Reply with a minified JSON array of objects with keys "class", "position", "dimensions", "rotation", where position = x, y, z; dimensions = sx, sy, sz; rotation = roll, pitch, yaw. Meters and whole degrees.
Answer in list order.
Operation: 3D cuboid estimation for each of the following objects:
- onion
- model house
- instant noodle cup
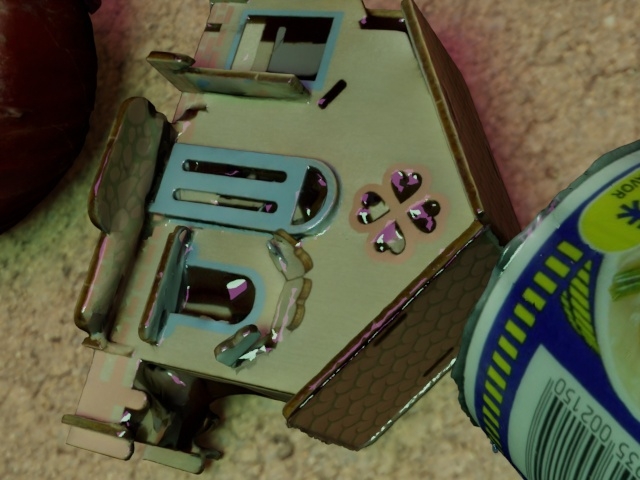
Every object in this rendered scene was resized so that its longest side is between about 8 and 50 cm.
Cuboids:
[{"class":"onion","position":[-0.299,-0.125,0.859],"dimensions":[0.276,0.276,0.276],"rotation":[-8,68,21]},{"class":"model house","position":[0.000,0.000,0.725],"dimensions":[0.244,0.169,0.326],"rotation":[11,75,25]},{"class":"instant noodle cup","position":[0.234,0.109,0.540],"dimensions":[0.284,0.284,0.312],"rotation":[-49,52,1]}]
